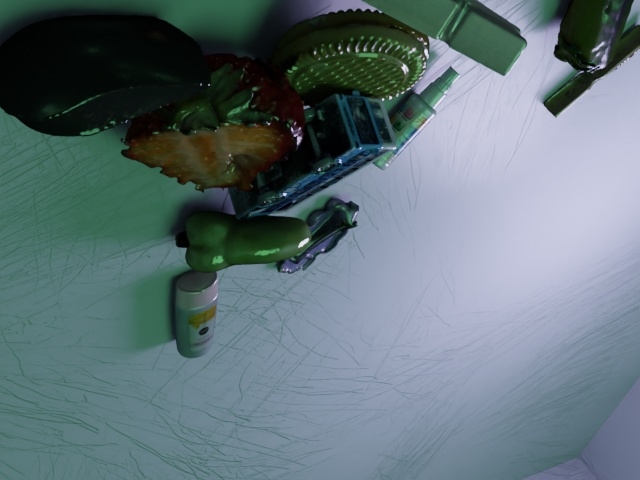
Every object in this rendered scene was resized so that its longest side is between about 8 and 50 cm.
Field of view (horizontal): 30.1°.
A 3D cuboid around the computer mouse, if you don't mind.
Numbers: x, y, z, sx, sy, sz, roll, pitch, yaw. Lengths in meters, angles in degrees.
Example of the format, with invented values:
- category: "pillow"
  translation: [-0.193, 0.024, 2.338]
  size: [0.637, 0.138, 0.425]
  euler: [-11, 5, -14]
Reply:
- category: "computer mouse"
  translation: [-0.279, -0.230, 1.517]
  size: [0.295, 0.168, 0.087]
  euler: [-22, 144, -30]

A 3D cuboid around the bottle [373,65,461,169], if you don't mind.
- category: "bottle"
  translation: [0.164, -0.220, 2.102]
  size: [0.217, 0.060, 0.060]
  euler: [-48, 148, 14]

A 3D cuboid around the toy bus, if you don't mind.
- category: "toy bus"
  translation: [-0.023, -0.128, 1.872]
  size: [0.131, 0.106, 0.297]
  euler: [-7, 165, -45]

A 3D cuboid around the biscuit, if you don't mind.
- category: "biscuit"
  translation: [0.042, -0.268, 1.790]
  size: [0.259, 0.079, 0.259]
  euler: [-4, 163, -1]

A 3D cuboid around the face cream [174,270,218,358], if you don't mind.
- category: "face cream"
  translation: [-0.225, 0.133, 2.154]
  size: [0.084, 0.057, 0.198]
  euler: [-24, 147, -25]

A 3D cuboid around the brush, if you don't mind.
- category: "brush"
  translation: [0.554, -0.334, 2.381]
  size: [0.248, 0.043, 0.036]
  euler: [-41, 156, 4]

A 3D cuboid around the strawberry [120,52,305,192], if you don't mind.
- category: "strawberry"
  translation: [-0.137, -0.183, 1.746]
  size: [0.253, 0.150, 0.280]
  euler: [-11, 163, 21]

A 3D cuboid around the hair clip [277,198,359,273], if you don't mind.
- category: "hair clip"
  translation: [0.000, 0.001, 2.231]
  size: [0.195, 0.052, 0.124]
  euler: [-41, 144, 13]

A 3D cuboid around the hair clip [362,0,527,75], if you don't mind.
- category: "hair clip"
  translation: [0.139, -0.347, 1.680]
  size: [0.330, 0.101, 0.085]
  euler: [27, 113, -11]

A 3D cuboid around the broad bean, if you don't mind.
- category: "broad bean"
  translation: [-0.129, 0.000, 1.994]
  size: [0.227, 0.169, 0.100]
  euler: [3, 101, -5]

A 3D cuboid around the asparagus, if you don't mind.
- category: "asparagus"
  translation: [0.515, -0.476, 2.097]
  size: [0.128, 0.108, 0.382]
  euler: [-19, 142, -28]
